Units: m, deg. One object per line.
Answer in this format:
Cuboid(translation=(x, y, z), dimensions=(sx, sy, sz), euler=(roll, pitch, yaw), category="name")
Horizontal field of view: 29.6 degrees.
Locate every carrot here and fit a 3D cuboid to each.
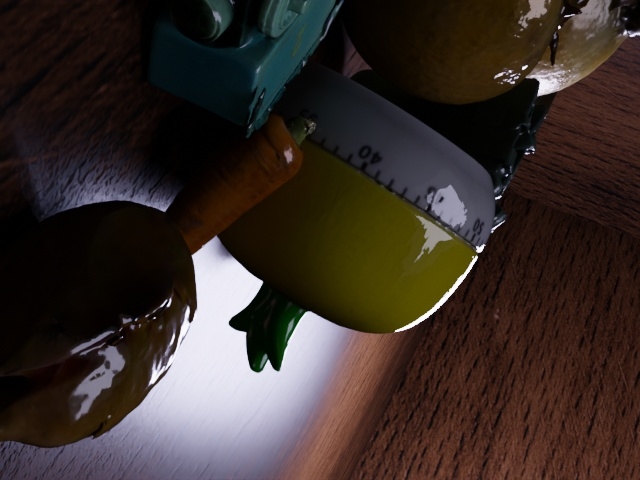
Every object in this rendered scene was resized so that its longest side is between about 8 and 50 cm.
Cuboid(translation=(-0.105, -0.015, 0.979), dimensions=(0.257, 0.061, 0.061), euler=(-43, 168, 4), category="carrot")

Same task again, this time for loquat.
Cuboid(translation=(0.159, -0.283, 1.307), dimensions=(0.275, 0.275, 0.275), euler=(21, 90, -78), category="loquat")
Cuboid(translation=(0.303, -0.347, 1.625), dimensions=(0.328, 0.359, 0.328), euler=(-45, 148, -40), category="loquat")

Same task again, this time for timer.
Cuboid(translation=(0.000, 0.000, 1.117), dimensions=(0.285, 0.285, 0.285), euler=(21, 90, -78), category="timer")

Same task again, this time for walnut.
Cuboid(translation=(-0.156, 0.053, 0.791), dimensions=(0.245, 0.137, 0.137), euler=(-65, 170, -59), category="walnut")

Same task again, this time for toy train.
Cuboid(translation=(-0.049, -0.191, 0.918), dimensions=(0.203, 0.112, 0.163), euler=(-56, 170, -39), category="toy train")

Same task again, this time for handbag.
Cuboid(translation=(0.110, -0.098, 1.381), dimensions=(0.247, 0.260, 0.079), euler=(-57, 141, -38), category="handbag")

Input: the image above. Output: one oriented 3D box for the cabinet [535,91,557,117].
Cuboid(translation=(0.294, -0.329, 1.908), dimensions=(0.148, 0.215, 0.174), euler=(-54, 161, -51), category="cabinet")
